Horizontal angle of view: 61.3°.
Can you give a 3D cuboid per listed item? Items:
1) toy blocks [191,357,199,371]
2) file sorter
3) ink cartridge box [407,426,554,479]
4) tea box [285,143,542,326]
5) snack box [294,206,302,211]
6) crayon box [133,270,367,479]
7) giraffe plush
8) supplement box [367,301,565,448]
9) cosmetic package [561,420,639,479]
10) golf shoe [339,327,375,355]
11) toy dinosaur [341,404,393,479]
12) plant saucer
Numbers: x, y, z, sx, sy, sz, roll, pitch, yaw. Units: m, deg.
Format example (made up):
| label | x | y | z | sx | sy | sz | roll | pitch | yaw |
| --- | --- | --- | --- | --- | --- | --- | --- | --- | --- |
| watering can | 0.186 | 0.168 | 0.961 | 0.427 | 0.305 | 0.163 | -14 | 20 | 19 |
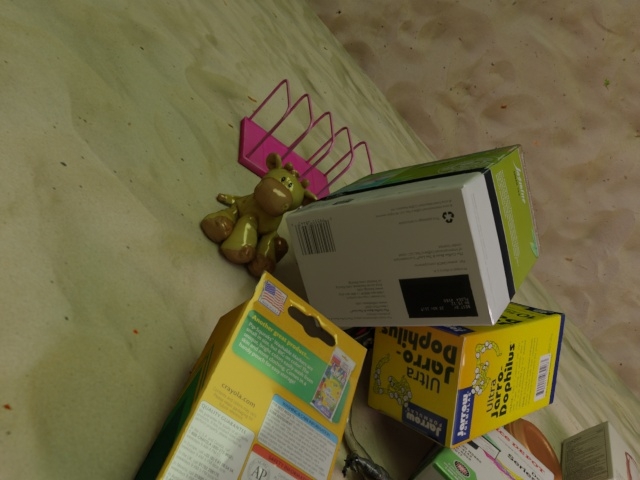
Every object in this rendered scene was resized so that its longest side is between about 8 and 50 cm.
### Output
| label | x | y | z | sx | sy | sz | roll | pitch | yaw |
| --- | --- | --- | --- | --- | --- | --- | --- | --- | --- |
| toy blocks | -0.111 | 0.235 | 0.738 | 0.123 | 0.054 | 0.148 | 21 | 37 | -45 |
| file sorter | -0.031 | -0.229 | 1.351 | 0.290 | 0.182 | 0.202 | 33 | 30 | -29 |
| ink cartridge box | 0.283 | 0.438 | 0.958 | 0.201 | 0.117 | 0.278 | 42 | 23 | 19 |
| tea box | 0.178 | -0.010 | 0.966 | 0.323 | 0.328 | 0.220 | -30 | 109 | -52 |
| snack box | 0.000 | 0.000 | 1.269 | 0.064 | 0.022 | 0.178 | 8 | 47 | -51 |
| crayon box | -0.073 | 0.225 | 0.676 | 0.203 | 0.083 | 0.323 | 40 | 46 | -17 |
| giraffe plush | -0.098 | -0.061 | 1.028 | 0.181 | 0.170 | 0.210 | 36 | 28 | -23 |
| supplement box | 0.287 | 0.227 | 1.039 | 0.356 | 0.195 | 0.194 | -2 | 9 | -41 |
| cosmetic package | 0.734 | 0.621 | 1.417 | 0.129 | 0.153 | 0.296 | 54 | 28 | 7 |
| golf shoe | 0.146 | 0.144 | 1.128 | 0.272 | 0.105 | 0.120 | -13 | 50 | -34 |
| toy dinosaur | 0.080 | 0.376 | 0.841 | 0.118 | 0.064 | 0.268 | 15 | 39 | -59 |
| plant saucer | 0.545 | 0.536 | 1.366 | 0.200 | 0.037 | 0.200 | 36 | 28 | -23 |
